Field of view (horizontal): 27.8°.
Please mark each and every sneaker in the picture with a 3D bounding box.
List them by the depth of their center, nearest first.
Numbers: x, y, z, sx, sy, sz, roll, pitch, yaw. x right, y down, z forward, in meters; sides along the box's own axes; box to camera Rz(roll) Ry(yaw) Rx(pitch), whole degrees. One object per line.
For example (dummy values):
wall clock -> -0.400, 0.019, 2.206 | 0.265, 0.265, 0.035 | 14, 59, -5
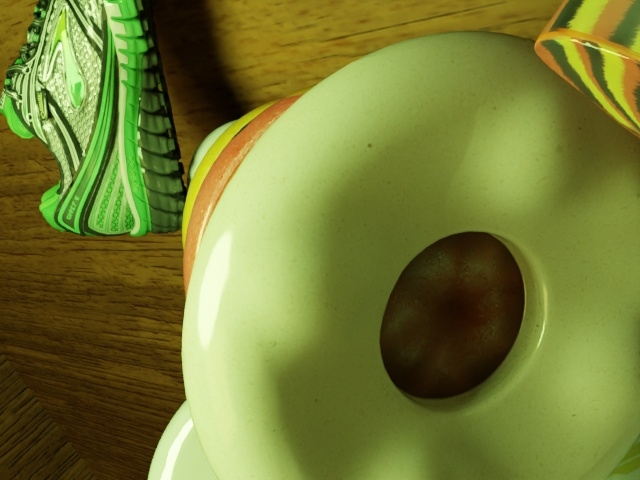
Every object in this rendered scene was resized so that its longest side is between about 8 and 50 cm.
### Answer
sneaker -> -0.208, -0.157, 1.081 | 0.134, 0.146, 0.344 | -111, 12, -71

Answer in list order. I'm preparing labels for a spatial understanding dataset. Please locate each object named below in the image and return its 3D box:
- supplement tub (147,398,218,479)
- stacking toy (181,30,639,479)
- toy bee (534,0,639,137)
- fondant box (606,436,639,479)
supplement tub -> -0.005, 0.223, 1.172 | 0.241, 0.241, 0.331 | 42, -179, 10
stacking toy -> 0.000, 0.000, 0.969 | 0.351, 0.350, 0.480 | 61, 165, -25
toy bee -> 0.256, -0.039, 0.632 | 0.298, 0.195, 0.162 | 15, 179, -24
fondant box -> 0.246, 0.246, 0.940 | 0.096, 0.238, 0.330 | 57, 152, -15
